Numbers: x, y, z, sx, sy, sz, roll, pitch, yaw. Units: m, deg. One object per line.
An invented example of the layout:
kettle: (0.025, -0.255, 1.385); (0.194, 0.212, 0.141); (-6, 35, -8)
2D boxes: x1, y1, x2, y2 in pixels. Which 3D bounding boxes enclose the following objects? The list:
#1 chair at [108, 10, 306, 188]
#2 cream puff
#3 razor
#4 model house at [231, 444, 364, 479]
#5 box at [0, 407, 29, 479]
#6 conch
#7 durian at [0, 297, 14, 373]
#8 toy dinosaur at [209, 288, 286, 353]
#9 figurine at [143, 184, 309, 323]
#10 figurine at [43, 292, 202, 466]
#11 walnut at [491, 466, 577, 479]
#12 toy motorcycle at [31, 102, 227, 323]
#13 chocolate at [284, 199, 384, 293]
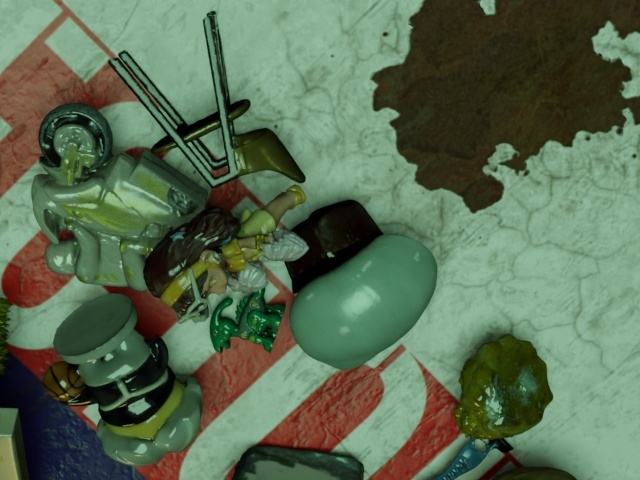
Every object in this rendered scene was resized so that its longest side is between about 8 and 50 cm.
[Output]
chair: (-0.143, -0.158, 1.674); (0.172, 0.159, 0.247); (-22, 102, 1)
cream puff: (0.244, 0.209, 1.802); (0.146, 0.116, 0.146); (9, 73, -31)
razor: (0.157, 0.354, 1.864); (0.253, 0.042, 0.082); (-40, 101, 8)
model house: (-0.039, 0.478, 1.790); (0.190, 0.271, 0.301); (2, 115, 3)
box: (-0.491, 0.345, 1.736); (0.204, 0.051, 0.365); (3, 136, -3)
conch: (0.065, 0.090, 1.747); (0.221, 0.185, 0.121); (-39, 64, 24)
durian: (-0.525, 0.142, 1.705); (0.236, 0.200, 0.177); (1, 128, -1)
toy dinosaur: (-0.101, 0.104, 1.791); (0.096, 0.059, 0.132); (16, 110, 0)
figurine: (-0.113, 0.010, 1.642); (0.240, 0.174, 0.116); (-25, 82, -30)
figurine: (-0.263, 0.203, 1.752); (0.176, 0.133, 0.236); (-25, 122, 6)
walnut: (0.299, 0.418, 1.805); (0.228, 0.228, 0.228); (0, 103, -2)
toy motorcycle: (-0.263, -0.016, 1.726); (0.340, 0.108, 0.223); (37, 109, -17)
chocolate: (0.000, 0.000, 1.743); (0.148, 0.125, 0.080); (-33, 80, 9)
